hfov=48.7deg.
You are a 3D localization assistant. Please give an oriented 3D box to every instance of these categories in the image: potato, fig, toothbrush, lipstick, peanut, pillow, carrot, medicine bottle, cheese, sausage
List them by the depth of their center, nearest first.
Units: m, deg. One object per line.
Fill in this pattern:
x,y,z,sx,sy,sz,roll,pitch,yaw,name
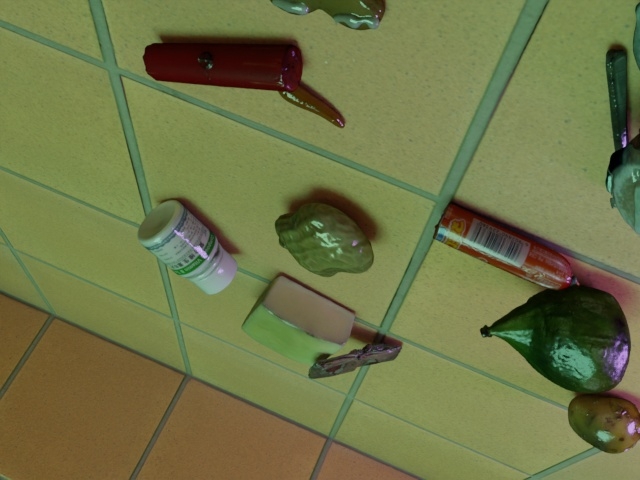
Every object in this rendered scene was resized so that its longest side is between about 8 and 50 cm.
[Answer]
0.403,-0.141,0.953,0.031,0.030,0.297,18,154,36,toothbrush
-0.159,-0.282,1.135,0.280,0.073,0.073,10,149,28,lipstick
-0.016,-0.224,1.157,0.142,0.035,0.035,29,153,-17,carrot
0.334,0.019,1.247,0.274,0.074,0.074,24,153,1,sausage
0.416,0.170,1.272,0.235,0.203,0.203,5,154,-10,fig
0.000,0.000,1.453,0.197,0.110,0.233,40,148,-25,peanut
0.651,0.420,1.628,0.137,0.137,0.176,36,153,-20,potato
-0.320,0.022,1.728,0.139,0.139,0.237,-2,141,42,medicine bottle
0.090,0.318,1.887,0.249,0.049,0.135,-13,160,-10,pillow
-0.065,0.224,1.888,0.243,0.123,0.265,32,152,-4,cheese

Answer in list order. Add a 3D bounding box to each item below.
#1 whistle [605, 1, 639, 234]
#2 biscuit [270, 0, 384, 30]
0.444,-0.131,0.838,0.189,0.189,0.347,3,123,36,whistle
-0.019,-0.386,0.863,0.197,0.049,0.301,14,150,17,biscuit
